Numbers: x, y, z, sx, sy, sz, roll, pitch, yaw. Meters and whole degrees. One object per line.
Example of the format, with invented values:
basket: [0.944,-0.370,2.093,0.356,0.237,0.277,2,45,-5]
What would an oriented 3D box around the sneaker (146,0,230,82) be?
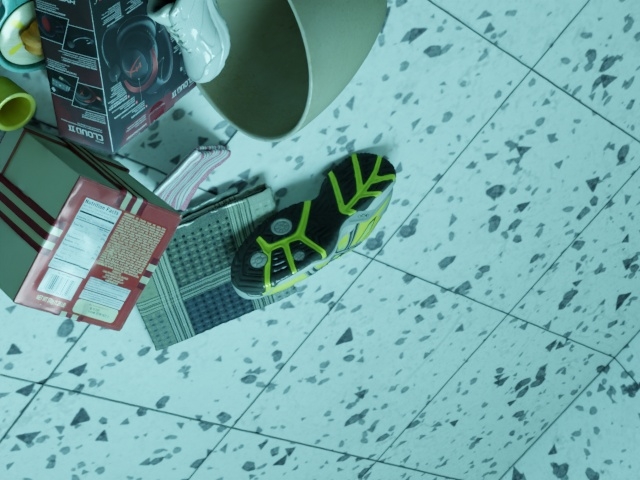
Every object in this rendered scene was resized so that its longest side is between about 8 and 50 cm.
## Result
sneaker: [-0.198,-0.319,1.747,0.115,0.090,0.232,-32,136,-33]

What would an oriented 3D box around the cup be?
cup: [-0.040,-0.342,1.844,0.237,0.331,0.331,-30,142,-32]

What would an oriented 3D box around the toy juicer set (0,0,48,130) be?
toy juicer set: [-0.384,-0.315,1.788,0.209,0.089,0.329,-22,144,-33]

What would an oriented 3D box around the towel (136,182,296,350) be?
towel: [-0.209,0.045,2.313,0.312,0.056,0.324,-22,140,-10]

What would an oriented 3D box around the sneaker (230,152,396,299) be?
sneaker: [0.000,0.000,2.280,0.384,0.145,0.147,-36,147,-23]

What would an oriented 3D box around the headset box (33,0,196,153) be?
headset box: [-0.291,-0.284,1.794,0.218,0.110,0.293,-48,148,-41]

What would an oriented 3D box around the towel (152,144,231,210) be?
towel: [-0.225,-0.102,2.090,0.144,0.029,0.197,-47,175,12]

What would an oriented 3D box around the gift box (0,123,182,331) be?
gift box: [-0.423,-0.015,1.939,0.255,0.258,0.276,30,95,-48]
